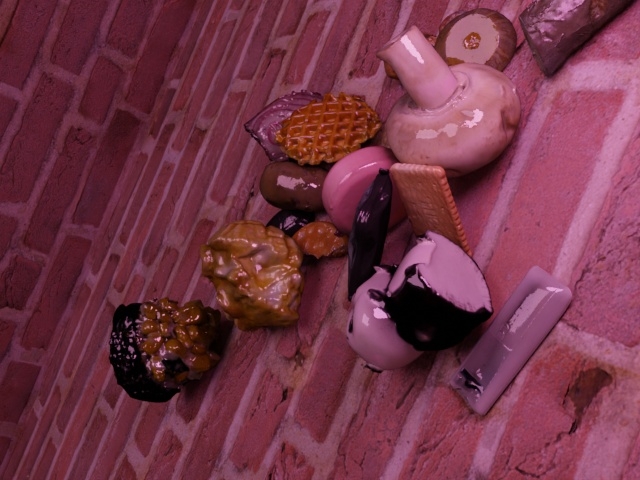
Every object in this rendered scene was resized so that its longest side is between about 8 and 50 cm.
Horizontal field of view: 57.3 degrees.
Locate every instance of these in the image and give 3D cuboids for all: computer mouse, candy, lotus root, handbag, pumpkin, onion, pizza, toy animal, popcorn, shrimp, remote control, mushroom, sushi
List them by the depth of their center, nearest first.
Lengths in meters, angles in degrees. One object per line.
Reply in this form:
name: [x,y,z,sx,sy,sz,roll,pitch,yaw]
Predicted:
remote control: [0.372,0.199,1.181,0.313,0.055,0.109,-58,38,12]
toy animal: [0.193,0.157,1.283,0.310,0.251,0.250,-47,40,41]
mushroom: [0.276,-0.298,1.367,0.356,0.315,0.315,32,98,13]
handbag: [0.117,-0.003,1.396,0.075,0.332,0.191,16,47,15]
pumpkin: [0.374,-0.497,1.460,0.218,0.110,0.217,-4,80,24]
candy: [0.120,-0.116,1.491,0.255,0.255,0.094,-48,42,23]
shrimp: [0.379,-0.562,1.581,0.101,0.042,0.190,-39,44,20]
lotus root: [0.264,-0.520,1.636,0.221,0.118,0.125,-9,82,54]
pizza: [0.002,0.002,1.722,0.246,0.058,0.127,-10,63,46]
popcorn: [-0.197,0.102,1.739,0.292,0.294,0.334,159,98,-80]
computer mouse: [-0.116,-0.042,1.873,0.217,0.073,0.122,-38,44,32]
sushi: [-0.490,0.355,1.920,0.285,0.328,0.328,-12,61,35]
onion: [-0.075,-0.354,1.947,0.280,0.146,0.314,-33,47,-2]

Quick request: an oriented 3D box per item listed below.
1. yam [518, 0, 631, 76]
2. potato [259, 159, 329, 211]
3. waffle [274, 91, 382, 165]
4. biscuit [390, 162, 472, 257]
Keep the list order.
yam: [0.543,-0.498,1.270,0.254,0.154,0.154,-44,43,30]
potato: [-0.068,-0.164,1.772,0.263,0.165,0.164,6,75,30]
waffle: [0.019,-0.343,1.773,0.302,0.068,0.325,-37,49,-10]
biscuit: [0.255,-0.066,1.335,0.030,0.249,0.160,-39,29,-25]
